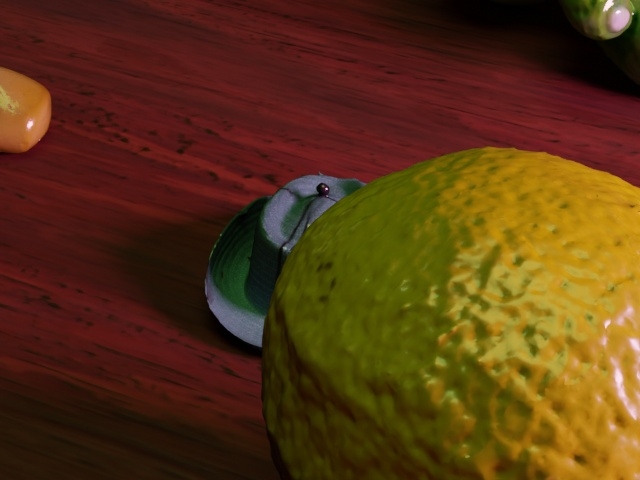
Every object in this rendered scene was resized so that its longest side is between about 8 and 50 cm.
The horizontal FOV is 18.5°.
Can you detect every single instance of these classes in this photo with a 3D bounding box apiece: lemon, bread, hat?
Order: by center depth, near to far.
[{"bbox_3d":[0.095,0.080,1.039,0.268,0.268,0.322,-18,34,-29],"label":"lemon"},{"bbox_3d":[0.000,0.000,1.332,0.138,0.078,0.191,9,32,14],"label":"hat"},{"bbox_3d":[-0.265,-0.108,1.512,0.115,0.056,0.082,8,33,10],"label":"bread"}]

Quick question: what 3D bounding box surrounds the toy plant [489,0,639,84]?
[{"bbox_3d":[0.243,-0.233,1.652,0.224,0.184,0.316,-4,38,-44],"label":"toy plant"}]
